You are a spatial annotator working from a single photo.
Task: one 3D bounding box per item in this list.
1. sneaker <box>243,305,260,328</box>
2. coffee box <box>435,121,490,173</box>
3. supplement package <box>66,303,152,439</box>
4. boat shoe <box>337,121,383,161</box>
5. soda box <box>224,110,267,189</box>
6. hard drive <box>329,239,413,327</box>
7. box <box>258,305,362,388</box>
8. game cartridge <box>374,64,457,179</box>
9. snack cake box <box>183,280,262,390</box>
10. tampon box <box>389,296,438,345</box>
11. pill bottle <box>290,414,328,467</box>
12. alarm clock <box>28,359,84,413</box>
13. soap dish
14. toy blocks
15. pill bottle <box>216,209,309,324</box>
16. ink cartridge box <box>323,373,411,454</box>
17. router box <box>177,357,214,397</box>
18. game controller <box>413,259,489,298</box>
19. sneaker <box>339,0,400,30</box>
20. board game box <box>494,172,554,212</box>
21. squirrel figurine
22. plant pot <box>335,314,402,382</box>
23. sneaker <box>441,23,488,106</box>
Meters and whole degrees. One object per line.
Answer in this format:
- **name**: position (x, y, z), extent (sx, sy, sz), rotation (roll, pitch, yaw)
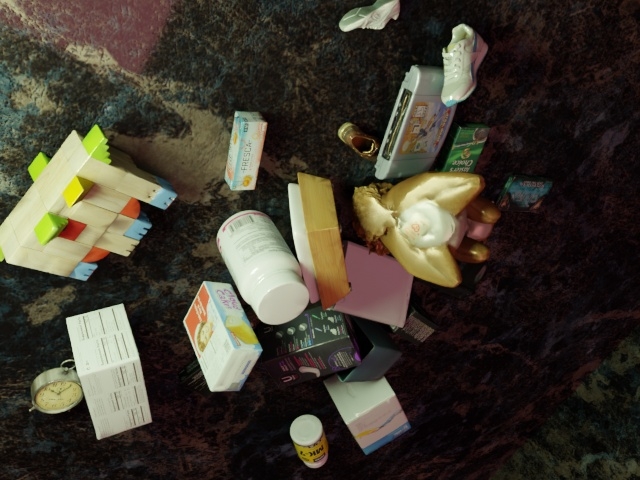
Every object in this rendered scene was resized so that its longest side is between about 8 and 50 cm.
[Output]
- **sneaker**: position (-0.202, 0.231, 1.851), extent (0.188, 0.071, 0.066), rotation (-22, 134, -12)
- **coffee box**: position (0.399, -0.245, 1.816), extent (0.113, 0.040, 0.184), rotation (-3, 129, -28)
- **supplement package**: position (-0.541, 0.336, 1.648), extent (0.145, 0.204, 0.261), rotation (-14, 132, -21)
- **boat shoe**: position (0.119, -0.239, 1.644), extent (0.178, 0.060, 0.064), rotation (25, 112, -42)
- **soda box**: position (-0.177, -0.208, 1.500), extent (0.063, 0.058, 0.183), rotation (-4, 128, -27)
- **hard drive**: position (0.158, 0.135, 1.928), extent (0.307, 0.040, 0.203), rotation (20, 78, -41)
- **box**: position (-0.032, 0.314, 1.928), extent (0.270, 0.143, 0.165), rotation (-18, 136, 6)
- **game cartridge**: position (0.256, -0.298, 1.644), extent (0.198, 0.062, 0.297), rotation (-8, 126, -38)
- **snack cake box**: position (-0.263, 0.250, 1.692), extent (0.089, 0.264, 0.152), rotation (9, 121, -36)
- **tampon box**: position (0.288, 0.255, 2.122), extent (0.101, 0.120, 0.161), rotation (-45, 135, 10)
- **pill bottle**: position (-0.036, 0.741, 2.351), extent (0.119, 0.119, 0.208), rotation (-24, 135, -11)
- **alarm clock**: position (-0.692, 0.382, 1.700), extent (0.129, 0.064, 0.192), rotation (12, 122, -37)
- **soap dish**: position (0.000, 0.000, 1.654), extent (0.118, 0.229, 0.291), rotation (-10, 134, 1)
- **toy blocks**: position (-0.491, -0.056, 1.386), extent (0.381, 0.190, 0.261), rotation (-47, 146, 12)
- **pill bottle**: position (-0.143, 0.065, 1.592), extent (0.160, 0.283, 0.160), rotation (-16, 133, -18)
- **ink cartridge box**: position (0.168, 0.583, 2.278), extent (0.197, 0.198, 0.270), rotation (-30, 136, -4)
- **router box**: position (-0.320, 0.387, 1.934), extent (0.179, 0.046, 0.133), rotation (-38, 136, 4)
- **game controller**: position (0.437, 0.096, 2.129), extent (0.319, 0.067, 0.166), rotation (22, 99, -41)
- **sneaker**: position (0.115, -0.494, 1.429), extent (0.152, 0.053, 0.061), rotation (-27, 138, -8)
- **board game box**: position (0.652, -0.150, 2.055), extent (0.186, 0.026, 0.126), rotation (1, 126, -31)
- **squirrel figurine**: position (0.285, -0.065, 1.732), extent (0.370, 0.397, 0.281), rotation (-18, 114, -62)
- **plant pot**: position (0.149, 0.360, 2.108), extent (0.234, 0.165, 0.165), rotation (21, 114, -48)
- **sneaker**: position (0.328, -0.417, 1.538), extent (0.092, 0.228, 0.087), rotation (38, 148, -30)
